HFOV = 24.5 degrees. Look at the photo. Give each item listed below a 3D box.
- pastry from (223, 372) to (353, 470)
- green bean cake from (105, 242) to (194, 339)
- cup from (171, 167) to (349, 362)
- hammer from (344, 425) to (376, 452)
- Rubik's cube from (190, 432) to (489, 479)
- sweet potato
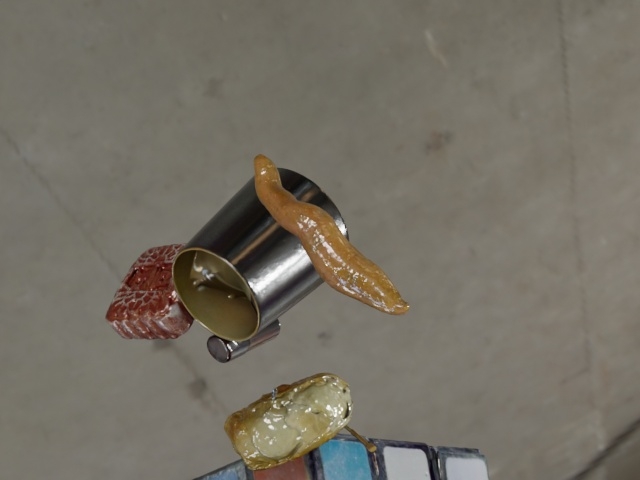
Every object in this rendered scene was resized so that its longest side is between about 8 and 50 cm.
[{"bbox_3d":[-0.035,0.202,1.650,0.153,0.081,0.153,-30,175,-3],"label":"pastry"},{"bbox_3d":[-0.208,0.065,1.944,0.135,0.135,0.056,-7,135,43],"label":"green bean cake"},{"bbox_3d":[-0.069,0.053,1.884,0.177,0.166,0.239,-43,126,-39],"label":"cup"},{"bbox_3d":[0.027,0.218,1.755,0.029,0.123,0.014,-41,133,-13],"label":"hammer"},{"bbox_3d":[0.005,0.461,1.895,0.362,0.363,0.359,-22,155,36],"label":"Rubik's cube"},{"bbox_3d":[0.000,-0.002,1.139,0.044,0.179,0.044,-40,160,-18],"label":"sweet potato"}]
